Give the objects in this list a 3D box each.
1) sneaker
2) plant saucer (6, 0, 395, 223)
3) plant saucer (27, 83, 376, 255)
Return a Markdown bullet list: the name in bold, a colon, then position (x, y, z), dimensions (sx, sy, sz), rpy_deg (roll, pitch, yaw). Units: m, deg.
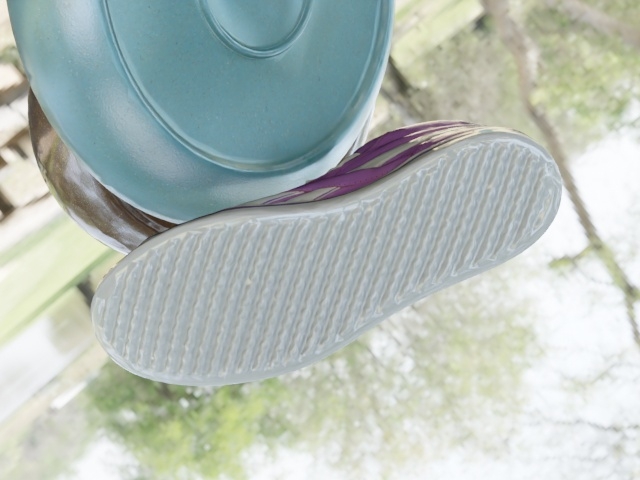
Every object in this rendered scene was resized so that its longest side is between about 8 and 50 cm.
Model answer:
- **sneaker**: position (0.001, 0.001, 0.776), dimensions (0.282, 0.102, 0.161), rpy_deg (-17, -165, 0)
- **plant saucer**: position (-0.051, -0.165, 0.786), dimensions (0.043, 0.317, 0.317), rpy_deg (6, -143, 44)
- **plant saucer**: position (-0.082, -0.110, 1.031), dimensions (0.310, 0.310, 0.050), rpy_deg (-41, -144, -2)
